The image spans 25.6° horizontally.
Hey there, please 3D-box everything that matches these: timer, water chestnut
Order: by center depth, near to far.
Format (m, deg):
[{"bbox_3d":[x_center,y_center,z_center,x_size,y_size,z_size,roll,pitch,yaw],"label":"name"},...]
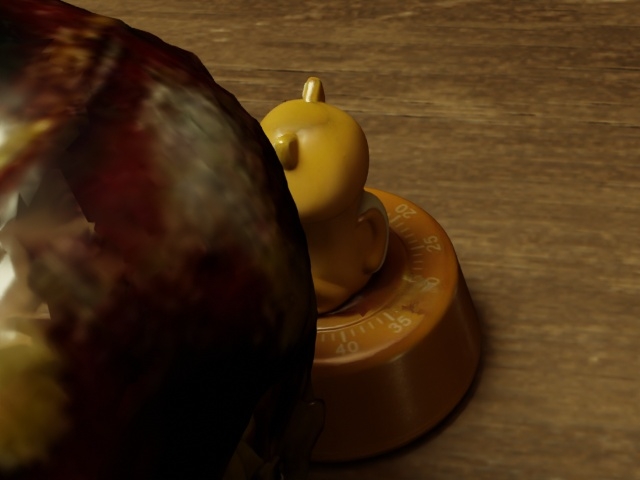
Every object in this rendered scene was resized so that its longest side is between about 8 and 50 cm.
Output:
[{"bbox_3d":[-0.113,0.093,0.460,0.347,0.335,0.335,36,55,1],"label":"water chestnut"},{"bbox_3d":[0.000,0.000,0.609,0.132,0.152,0.132,-5,44,5],"label":"timer"}]
